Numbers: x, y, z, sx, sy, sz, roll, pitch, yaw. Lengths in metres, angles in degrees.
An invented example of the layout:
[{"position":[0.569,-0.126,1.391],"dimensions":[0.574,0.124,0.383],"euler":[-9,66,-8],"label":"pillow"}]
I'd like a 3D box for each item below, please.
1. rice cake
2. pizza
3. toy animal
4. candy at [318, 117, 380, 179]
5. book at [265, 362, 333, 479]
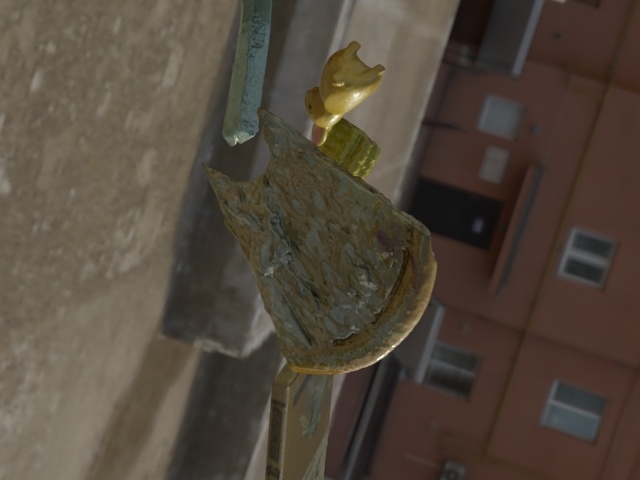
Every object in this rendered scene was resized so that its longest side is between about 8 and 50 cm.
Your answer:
[{"position":[-0.098,-0.244,1.667],"dimensions":[0.045,0.042,0.245],"euler":[-23,-128,48],"label":"rice cake"},{"position":[0.000,0.000,1.078],"dimensions":[0.262,0.181,0.034],"euler":[59,17,-17],"label":"pizza"},{"position":[0.013,-0.178,1.557],"dimensions":[0.083,0.070,0.159],"euler":[-41,173,-38],"label":"toy animal"},{"position":[0.008,-0.086,1.834],"dimensions":[0.199,0.094,0.106],"euler":[-60,-150,-8],"label":"candy"},{"position":[-0.023,0.244,1.284],"dimensions":[0.217,0.021,0.310],"euler":[-52,149,-66],"label":"book"}]
